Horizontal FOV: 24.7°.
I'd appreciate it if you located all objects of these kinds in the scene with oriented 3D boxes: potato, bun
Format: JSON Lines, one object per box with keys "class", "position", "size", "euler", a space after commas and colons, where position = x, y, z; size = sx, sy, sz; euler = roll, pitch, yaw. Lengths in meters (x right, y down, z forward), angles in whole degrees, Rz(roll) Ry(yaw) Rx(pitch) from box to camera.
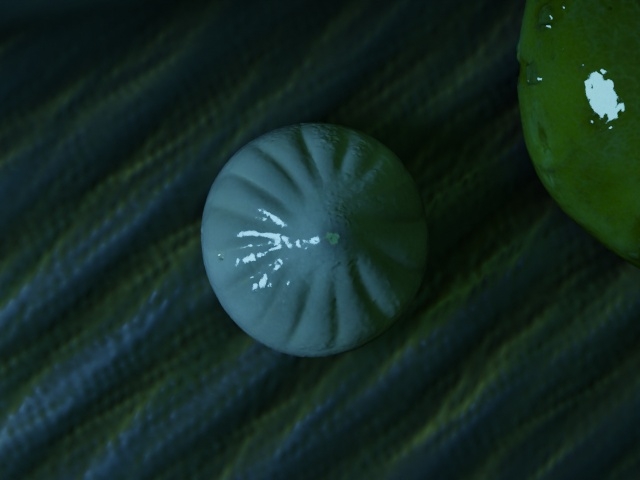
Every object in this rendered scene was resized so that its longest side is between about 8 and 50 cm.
{"class": "potato", "position": [0.206, -0.105, 0.833], "size": [0.186, 0.148, 0.253], "euler": [-10, 89, -9]}
{"class": "bun", "position": [0.000, 0.000, 0.833], "size": [0.138, 0.094, 0.138], "euler": [0, 92, -7]}
